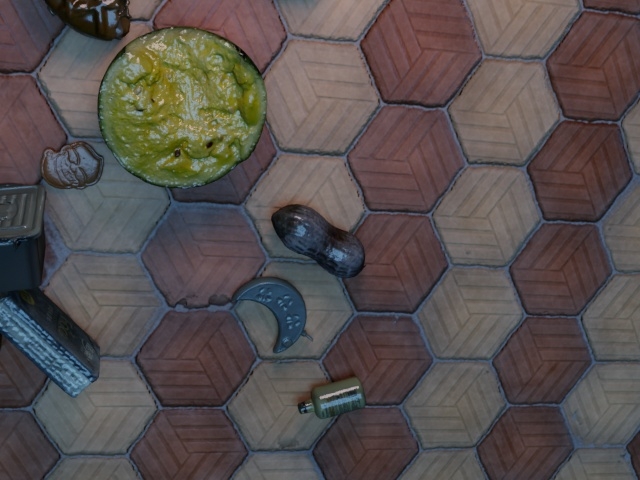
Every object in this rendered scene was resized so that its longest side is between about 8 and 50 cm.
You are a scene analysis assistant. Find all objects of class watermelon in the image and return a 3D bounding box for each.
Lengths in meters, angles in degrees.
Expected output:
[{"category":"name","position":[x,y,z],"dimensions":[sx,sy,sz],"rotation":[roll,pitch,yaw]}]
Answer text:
[{"category":"watermelon","position":[-0.275,-0.280,1.732],"dimensions":[0.330,0.189,0.331],"rotation":[-3,124,-5]}]

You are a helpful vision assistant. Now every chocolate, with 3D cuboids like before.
[{"category":"chocolate","position":[0.000,0.000,1.927],"dimensions":[0.248,0.110,0.110],"rotation":[29,99,-24]}]

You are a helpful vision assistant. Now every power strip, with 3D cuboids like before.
[{"category":"power strip","position":[-0.097,0.170,1.990],"dimensions":[0.137,0.044,0.216],"rotation":[-38,111,0]}]

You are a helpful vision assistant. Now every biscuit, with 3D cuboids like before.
[{"category":"biscuit","position":[-0.419,-0.581,1.639],"dimensions":[0.268,0.115,0.366],"rotation":[30,97,-20]},{"category":"biscuit","position":[-0.520,-0.155,1.801],"dimensions":[0.130,0.019,0.102],"rotation":[-7,110,-12]}]

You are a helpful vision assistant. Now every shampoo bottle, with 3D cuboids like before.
[{"category":"shampoo bottle","position":[0.024,0.384,2.068],"dimensions":[0.162,0.079,0.079],"rotation":[-15,110,-7]}]

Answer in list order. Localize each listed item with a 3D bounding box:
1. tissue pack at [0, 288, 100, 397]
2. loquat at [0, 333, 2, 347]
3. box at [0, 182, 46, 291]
[{"category":"tissue pack","position":[-0.581,0.195,1.809],"dimensions":[0.081,0.185,0.257],"rotation":[-40,111,1]},{"category":"loquat","position":[-0.740,0.213,1.822],"dimensions":[0.137,0.113,0.137],"rotation":[1,85,-12]},{"category":"box","position":[-0.627,-0.004,1.719],"dimensions":[0.163,0.243,0.135],"rotation":[-6,121,-12]}]
